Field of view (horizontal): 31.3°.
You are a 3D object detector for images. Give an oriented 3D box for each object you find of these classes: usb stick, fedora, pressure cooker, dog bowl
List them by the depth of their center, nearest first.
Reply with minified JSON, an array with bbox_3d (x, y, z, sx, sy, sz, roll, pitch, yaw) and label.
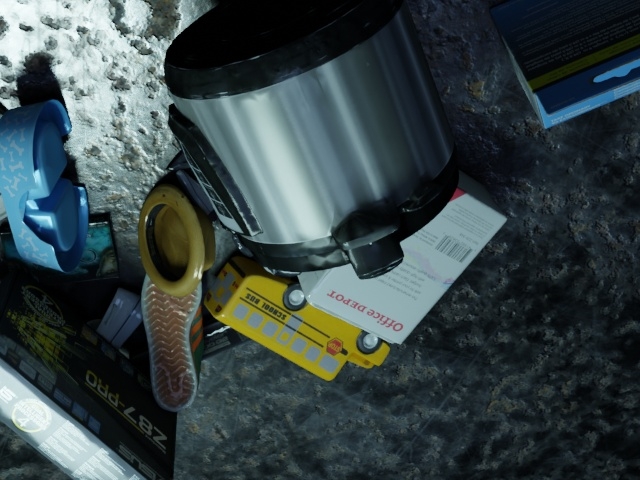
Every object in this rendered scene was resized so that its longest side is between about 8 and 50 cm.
[{"bbox_3d":[0.007,-0.150,1.665,0.375,0.370,0.420,0,126,38],"label":"pressure cooker"},{"bbox_3d":[-0.445,-0.085,1.820,0.074,0.166,0.297,3,127,8],"label":"dog bowl"},{"bbox_3d":[-0.231,-0.001,1.922,0.079,0.194,0.194,-7,136,-43],"label":"fedora"},{"bbox_3d":[-0.226,0.190,2.134,0.278,0.045,0.077,-22,118,9],"label":"usb stick"}]

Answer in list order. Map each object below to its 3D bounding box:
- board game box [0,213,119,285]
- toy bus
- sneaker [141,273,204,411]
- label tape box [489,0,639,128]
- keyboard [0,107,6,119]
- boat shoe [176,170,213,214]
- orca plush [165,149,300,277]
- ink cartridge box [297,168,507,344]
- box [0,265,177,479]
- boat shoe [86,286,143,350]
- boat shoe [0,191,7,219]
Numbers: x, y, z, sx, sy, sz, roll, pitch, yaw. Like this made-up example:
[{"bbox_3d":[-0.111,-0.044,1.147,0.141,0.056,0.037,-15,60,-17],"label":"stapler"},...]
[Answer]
[{"bbox_3d":[-0.451,0.020,1.981,0.186,0.026,0.126,-6,128,-4],"label":"board game box"},{"bbox_3d":[-0.036,0.148,2.062,0.332,0.108,0.130,32,92,-28],"label":"toy bus"},{"bbox_3d":[-0.262,0.146,2.040,0.108,0.121,0.302,1,97,-4],"label":"sneaker"},{"bbox_3d":[0.412,-0.275,1.683,0.240,0.334,0.106,-22,127,9],"label":"label tape box"},{"bbox_3d":[-0.586,-0.221,1.773,0.100,0.038,0.192,-38,132,12],"label":"keyboard"},{"bbox_3d":[-0.207,-0.087,1.933,0.035,0.035,0.100,-42,123,-11],"label":"boat shoe"},{"bbox_3d":[-0.150,-0.038,1.915,0.287,0.151,0.102,37,138,-24],"label":"orca plush"},{"bbox_3d":[0.131,-0.001,1.958,0.226,0.131,0.306,28,112,-31],"label":"ink cartridge box"},{"bbox_3d":[-0.409,0.253,1.899,0.097,0.318,0.395,-41,109,13],"label":"box"},{"bbox_3d":[-0.397,0.173,2.085,0.075,0.083,0.226,35,108,-12],"label":"boat shoe"},{"bbox_3d":[-0.639,-0.013,1.873,0.367,0.136,0.156,-31,144,1],"label":"boat shoe"}]
